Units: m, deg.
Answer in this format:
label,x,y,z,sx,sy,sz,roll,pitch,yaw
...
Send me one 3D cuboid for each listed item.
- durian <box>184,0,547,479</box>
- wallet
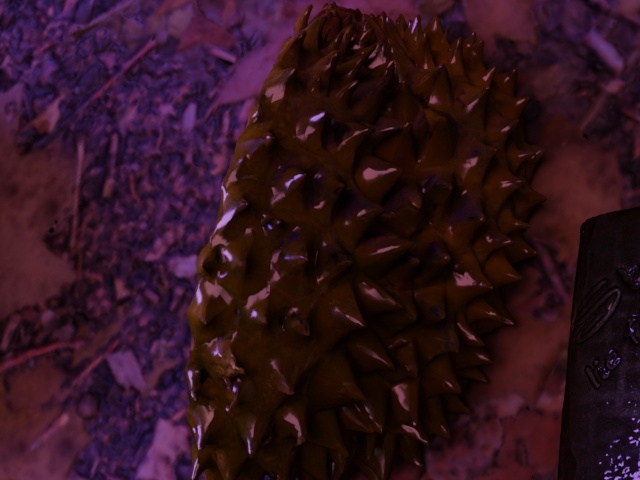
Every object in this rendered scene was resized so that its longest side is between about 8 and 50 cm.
label,x,y,z,sx,sy,sz,roll,pitch,yaw
durian,0.007,0.000,0.750,0.153,0.186,0.260,3,89,35
wallet,0.151,0.084,0.677,0.122,0.031,0.232,-15,56,47
